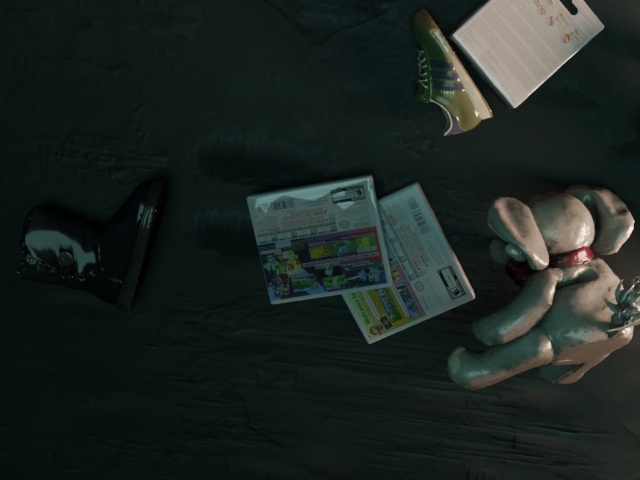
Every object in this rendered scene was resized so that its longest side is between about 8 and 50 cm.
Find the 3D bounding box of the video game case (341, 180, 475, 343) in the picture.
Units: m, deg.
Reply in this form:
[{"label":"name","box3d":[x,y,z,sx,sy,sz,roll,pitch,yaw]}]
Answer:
[{"label":"video game case","box3d":[0.115,0.038,1.560,0.193,0.023,0.212,-25,103,15]}]

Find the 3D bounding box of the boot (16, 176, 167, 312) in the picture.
[{"label":"boot","box3d":[-0.372,-0.016,1.573,0.207,0.094,0.247,20,115,-3]}]

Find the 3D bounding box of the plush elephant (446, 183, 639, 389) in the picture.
[{"label":"plush elephant","box3d":[0.334,0.049,1.431,0.271,0.256,0.330,0,153,-31]}]

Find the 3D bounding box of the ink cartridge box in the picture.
[{"label":"ink cartridge box","box3d":[0.297,-0.304,1.427,0.179,0.045,0.145,-42,98,-1]}]

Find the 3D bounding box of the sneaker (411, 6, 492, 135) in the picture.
[{"label":"sneaker","box3d":[0.170,-0.239,1.441,0.086,0.064,0.192,-33,104,11]}]

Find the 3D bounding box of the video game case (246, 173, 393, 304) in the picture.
[{"label":"video game case","box3d":[0.000,0.000,1.539,0.201,0.023,0.184,-9,106,10]}]
